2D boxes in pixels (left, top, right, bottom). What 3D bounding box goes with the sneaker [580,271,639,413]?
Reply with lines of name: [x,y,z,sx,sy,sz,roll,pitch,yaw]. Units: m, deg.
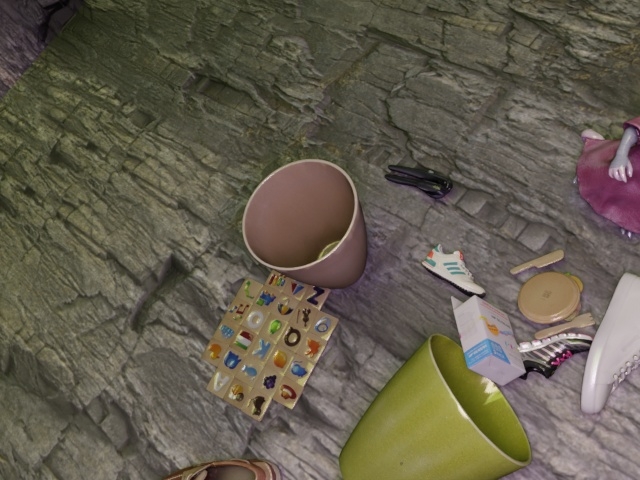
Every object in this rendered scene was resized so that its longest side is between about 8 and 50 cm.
sneaker: [0.574,0.198,1.191,0.123,0.106,0.290,20,72,32]

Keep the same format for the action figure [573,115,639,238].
action figure: [0.660,-0.169,1.206,0.248,0.370,0.276,23,57,0]

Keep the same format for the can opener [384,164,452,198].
can opener: [0.233,-0.148,1.546,0.186,0.073,0.059,27,85,41]

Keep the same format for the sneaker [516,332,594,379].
sneaker: [0.451,0.230,1.256,0.170,0.063,0.075,-16,59,21]

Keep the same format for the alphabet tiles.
alphabet tiles: [-0.123,0.235,1.529,0.285,0.011,0.343,21,74,30]

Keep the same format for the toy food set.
toy food set: [0.467,0.117,1.306,0.132,0.038,0.192,-22,43,18]

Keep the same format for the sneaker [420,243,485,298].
sneaker: [0.300,0.062,1.407,0.161,0.057,0.075,32,86,35]

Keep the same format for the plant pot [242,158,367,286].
plant pot: [0.000,0.000,1.438,0.256,0.274,0.257,-9,62,18]

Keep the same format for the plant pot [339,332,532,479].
plant pot: [0.186,0.371,1.201,0.293,0.274,0.275,-43,55,18]

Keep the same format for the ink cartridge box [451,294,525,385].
ink cartridge box: [0.327,0.181,1.274,0.061,0.104,0.181,-42,33,31]

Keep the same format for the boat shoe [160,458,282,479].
boat shoe: [-0.245,0.522,1.369,0.324,0.116,0.123,-19,59,13]
